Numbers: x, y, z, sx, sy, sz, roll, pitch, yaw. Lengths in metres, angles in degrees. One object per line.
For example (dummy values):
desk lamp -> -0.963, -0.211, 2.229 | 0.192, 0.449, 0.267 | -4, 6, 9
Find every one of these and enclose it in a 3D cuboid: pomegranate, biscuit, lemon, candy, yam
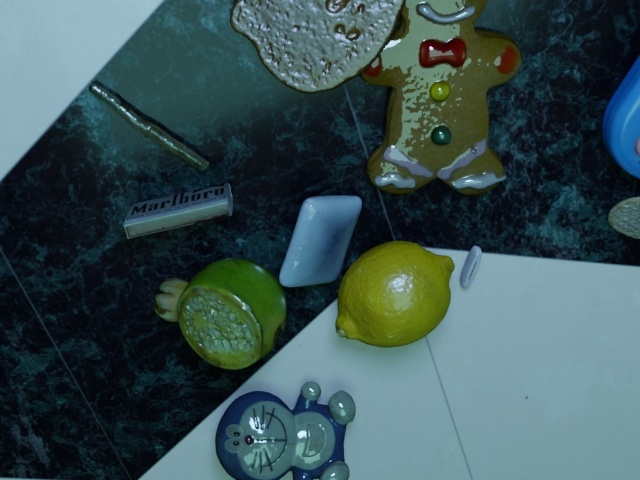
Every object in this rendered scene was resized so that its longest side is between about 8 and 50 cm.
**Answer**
pomegranate -> -0.166, 0.123, 1.542 | 0.241, 0.159, 0.189 | -22, 108, 33
biscuit -> 0.196, -0.272, 1.432 | 0.283, 0.064, 0.431 | -1, 116, -6
lemon -> 0.131, 0.097, 1.539 | 0.244, 0.187, 0.187 | -35, 114, 10
biscuit -> -0.003, -0.377, 1.356 | 0.257, 0.049, 0.273 | 40, 104, -11
candy -> 0.000, 0.000, 1.524 | 0.138, 0.071, 0.174 | -5, 122, -43
yam -> -0.288, -0.187, 1.442 | 0.234, 0.029, 0.027 | 35, 80, -19
biscuit -> 0.605, -0.042, 1.570 | 0.152, 0.020, 0.152 | 9, 151, 5

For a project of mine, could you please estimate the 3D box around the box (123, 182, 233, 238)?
box -> -0.239, -0.054, 1.460 | 0.178, 0.115, 0.035 | -13, 109, -1

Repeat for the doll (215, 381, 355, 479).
doll -> -0.073, 0.386, 1.675 | 0.259, 0.154, 0.228 | 7, 82, -17

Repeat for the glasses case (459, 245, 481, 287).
glasses case -> 0.282, 0.049, 1.614 | 0.021, 0.032, 0.083 | 13, 113, -10

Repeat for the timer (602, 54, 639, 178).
timer -> 0.673, -0.224, 1.479 | 0.340, 0.115, 0.309 | 22, 114, -16
